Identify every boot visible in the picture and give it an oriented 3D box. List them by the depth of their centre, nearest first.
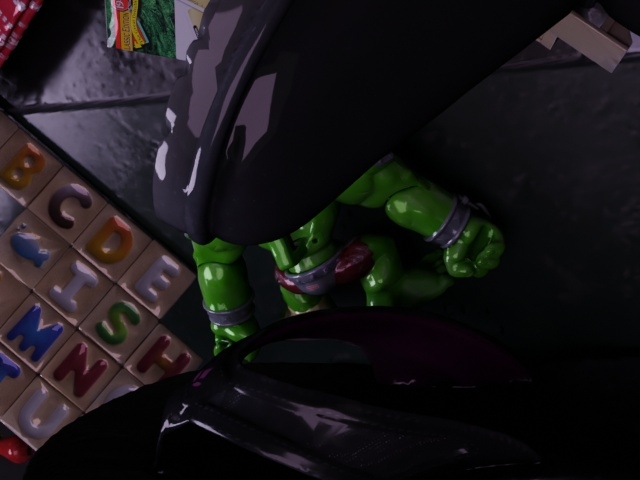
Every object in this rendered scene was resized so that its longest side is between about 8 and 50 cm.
[{"bbox_3d":[0.197,-0.065,0.581,0.445,0.146,0.367,30,91,5],"label":"boot"}]

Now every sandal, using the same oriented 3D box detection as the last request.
[{"bbox_3d":[0.053,0.092,0.760,0.445,0.167,0.107,-5,119,2],"label":"sandal"}]

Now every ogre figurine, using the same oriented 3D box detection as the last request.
[{"bbox_3d":[0.000,0.000,0.814,0.197,0.097,0.118,-8,125,40],"label":"ogre figurine"}]

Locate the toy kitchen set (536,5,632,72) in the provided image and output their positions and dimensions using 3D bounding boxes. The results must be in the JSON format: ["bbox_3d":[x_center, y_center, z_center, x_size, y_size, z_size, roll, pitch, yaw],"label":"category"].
[{"bbox_3d":[0.149,-0.140,0.708,0.068,0.075,0.083,37,165,6],"label":"toy kitchen set"}]

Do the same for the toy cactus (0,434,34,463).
[{"bbox_3d":[-0.310,0.076,1.000,0.180,0.112,0.219,-6,123,38],"label":"toy cactus"}]

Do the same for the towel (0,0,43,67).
[{"bbox_3d":[-0.237,-0.199,0.832,0.199,0.031,0.275,49,125,10],"label":"towel"}]

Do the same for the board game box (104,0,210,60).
[{"bbox_3d":[-0.063,-0.223,0.760,0.136,0.030,0.260,13,121,20],"label":"board game box"}]

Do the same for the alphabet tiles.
[{"bbox_3d":[-0.206,0.049,0.904,0.237,0.009,0.198,40,83,0],"label":"alphabet tiles"}]
